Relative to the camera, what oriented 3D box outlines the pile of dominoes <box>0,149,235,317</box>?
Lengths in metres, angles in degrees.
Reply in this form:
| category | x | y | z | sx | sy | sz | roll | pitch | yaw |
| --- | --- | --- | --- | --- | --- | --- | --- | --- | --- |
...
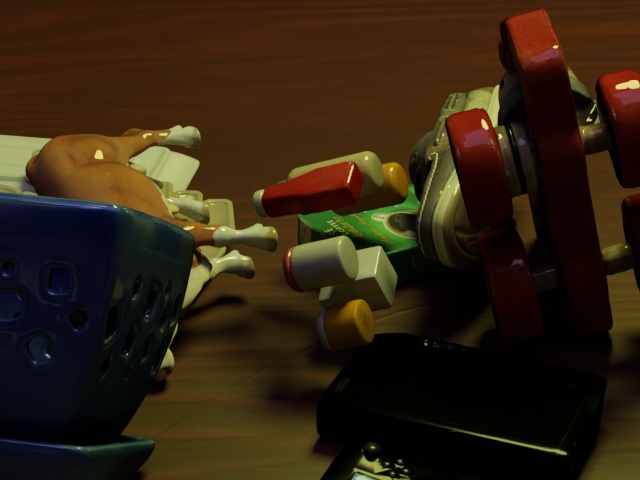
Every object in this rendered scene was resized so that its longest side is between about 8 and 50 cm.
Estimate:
| category | x | y | z | sx | sy | sz | roll | pitch | yaw |
| --- | --- | --- | --- | --- | --- | --- | --- | --- | --- |
| pile of dominoes | -0.210 | 0.000 | 1.741 | 0.251 | 0.040 | 0.196 | 16 | 36 | 14 |

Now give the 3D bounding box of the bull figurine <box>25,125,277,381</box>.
| category | x | y | z | sx | sy | sz | roll | pitch | yaw |
| --- | --- | --- | --- | --- | --- | --- | --- | --- | --- |
| bull figurine | -0.159 | -0.002 | 1.631 | 0.188 | 0.101 | 0.310 | -7 | 41 | -27 |

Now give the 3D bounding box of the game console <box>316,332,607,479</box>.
| category | x | y | z | sx | sy | sz | roll | pitch | yaw |
| --- | --- | --- | --- | --- | --- | --- | --- | --- | --- |
| game console | 0.077 | 0.183 | 1.377 | 0.213 | 0.044 | 0.361 | 11 | 30 | 19 |

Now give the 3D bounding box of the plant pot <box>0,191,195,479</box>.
| category | x | y | z | sx | sy | sz | roll | pitch | yaw |
| --- | --- | --- | --- | --- | --- | --- | --- | --- | --- |
| plant pot | -0.238 | 0.076 | 1.347 | 0.236 | 0.212 | 0.236 | 5 | -3 | 9 |

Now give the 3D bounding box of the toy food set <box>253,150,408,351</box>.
| category | x | y | z | sx | sy | sz | roll | pitch | yaw |
| --- | --- | --- | --- | --- | --- | --- | --- | --- | --- |
| toy food set | 0.000 | 0.000 | 1.583 | 0.104 | 0.111 | 0.232 | -12 | 40 | 23 |

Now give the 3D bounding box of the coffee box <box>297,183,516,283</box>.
| category | x | y | z | sx | sy | sz | roll | pitch | yaw |
| --- | --- | --- | --- | --- | --- | --- | --- | --- | --- |
| coffee box | 0.082 | -0.007 | 1.735 | 0.184 | 0.040 | 0.113 | -16 | 34 | -28 |

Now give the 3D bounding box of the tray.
| category | x | y | z | sx | sy | sz | roll | pitch | yaw |
| --- | --- | --- | --- | --- | --- | --- | --- | --- | --- |
| tray | -0.272 | -0.072 | 1.871 | 0.270 | 0.030 | 0.145 | 4 | 29 | 9 |

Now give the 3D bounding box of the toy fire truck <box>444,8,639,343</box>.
| category | x | y | z | sx | sy | sz | roll | pitch | yaw |
| --- | --- | --- | --- | --- | --- | --- | --- | --- | --- |
| toy fire truck | 0.203 | -0.071 | 1.594 | 0.169 | 0.302 | 0.254 | -15 | 32 | 3 |

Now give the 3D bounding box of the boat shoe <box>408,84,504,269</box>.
| category | x | y | z | sx | sy | sz | roll | pitch | yaw |
| --- | --- | --- | --- | --- | --- | --- | --- | --- | --- |
| boat shoe | 0.129 | -0.063 | 1.701 | 0.092 | 0.103 | 0.285 | -1 | 33 | 21 |
